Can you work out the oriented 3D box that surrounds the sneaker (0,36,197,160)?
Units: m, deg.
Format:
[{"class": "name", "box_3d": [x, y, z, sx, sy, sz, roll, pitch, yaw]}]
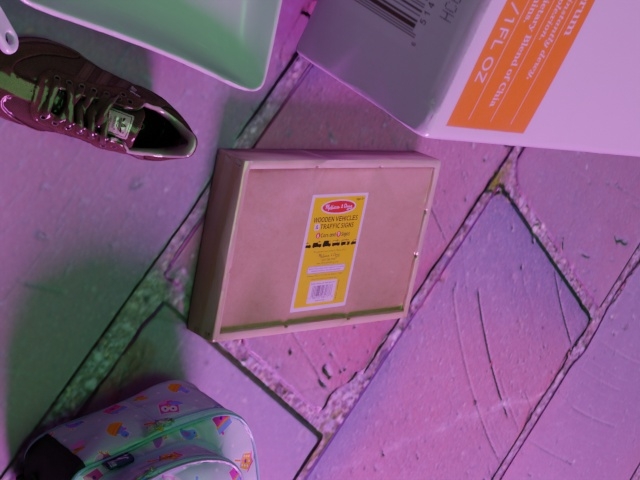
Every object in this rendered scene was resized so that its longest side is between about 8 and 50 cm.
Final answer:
[{"class": "sneaker", "box_3d": [-0.167, -0.102, 1.033, 0.188, 0.071, 0.066, 12, 99, -50]}]

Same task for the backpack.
[{"class": "backpack", "box_3d": [-0.136, 0.214, 1.170, 0.188, 0.144, 0.166, -28, 122, -40]}]

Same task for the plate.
[{"class": "plate", "box_3d": [-0.109, -0.270, 0.996, 0.277, 0.045, 0.278, 15, 85, -56]}]

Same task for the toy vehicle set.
[{"class": "toy vehicle set", "box_3d": [0.000, 0.000, 1.292, 0.267, 0.035, 0.166, -3, 110, -47]}]

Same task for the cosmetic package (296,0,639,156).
[{"class": "cosmetic package", "box_3d": [0.210, -0.214, 1.264, 0.453, 0.161, 0.230, -2, 123, -52]}]

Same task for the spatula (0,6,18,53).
[{"class": "spatula", "box_3d": [-0.227, -0.249, 0.886, 0.168, 0.019, 0.242, -66, 143, -44]}]
